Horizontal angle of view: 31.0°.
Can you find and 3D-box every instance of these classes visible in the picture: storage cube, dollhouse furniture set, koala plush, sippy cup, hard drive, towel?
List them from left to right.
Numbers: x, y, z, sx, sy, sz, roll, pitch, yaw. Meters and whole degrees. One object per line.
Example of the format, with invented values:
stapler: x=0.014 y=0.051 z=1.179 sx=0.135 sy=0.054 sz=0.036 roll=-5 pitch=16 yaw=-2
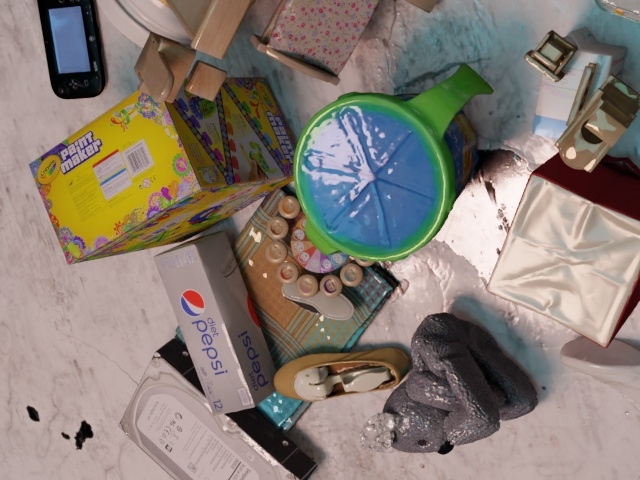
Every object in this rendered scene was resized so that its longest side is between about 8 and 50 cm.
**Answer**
hard drive: x=-0.189 y=0.361 z=2.026 sx=0.339 sy=0.064 sz=0.237 roll=40 pitch=131 yaw=10
towel: x=-0.069 y=0.121 z=1.923 sx=0.271 sy=0.040 sz=0.370 roll=41 pitch=120 yaw=10
dollhouse furniture set: x=-0.022 y=-0.263 z=1.556 sx=0.303 sy=0.356 sz=0.174 roll=-60 pitch=31 yaw=19
sippy cup: x=0.114 y=-0.111 z=1.641 sx=0.306 sy=0.224 sz=0.240 roll=-7 pitch=103 yaw=30
koala plush: x=0.172 y=0.243 z=1.757 sx=0.221 sy=0.196 sz=0.203 roll=-47 pitch=70 yaw=31
dollhouse furniture set: x=0.300 y=-0.167 z=1.437 sx=0.161 sy=0.182 sz=0.101 roll=39 pitch=118 yaw=7
storage cube: x=0.362 y=-0.002 z=1.562 sx=0.184 sy=0.193 sz=0.215 roll=27 pitch=118 yaw=18

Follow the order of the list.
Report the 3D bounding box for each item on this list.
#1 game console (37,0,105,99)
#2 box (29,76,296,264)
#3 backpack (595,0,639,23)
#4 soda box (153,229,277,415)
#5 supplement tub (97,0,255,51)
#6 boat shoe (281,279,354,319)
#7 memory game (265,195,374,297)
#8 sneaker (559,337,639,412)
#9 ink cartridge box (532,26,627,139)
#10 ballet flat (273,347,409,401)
game console: x=-0.418 y=-0.418 z=1.934 sx=0.213 sy=0.044 sz=0.361 roll=2 pitch=107 yaw=28
box: x=-0.233 y=-0.110 z=1.783 sx=0.290 sy=0.279 sz=0.177 roll=-27 pitch=82 yaw=31
backpack: x=0.441 y=-0.358 z=1.437 sx=0.166 sy=0.144 sz=0.188 roll=28 pitch=114 yaw=24
soda box: x=-0.167 y=0.135 z=1.899 sx=0.091 sy=0.098 sz=0.286 roll=-17 pitch=96 yaw=31
supplement tub: x=-0.169 y=-0.440 z=1.685 sx=0.316 sy=0.228 sz=0.228 roll=-42 pitch=84 yaw=32
boat shoe: x=-0.002 y=0.098 z=1.840 sx=0.125 sy=0.038 sz=0.046 roll=17 pitch=75 yaw=17
memory game: x=0.000 y=0.000 z=1.820 sx=0.186 sy=0.012 sz=0.186 roll=-1 pitch=87 yaw=13
sneaker: x=0.447 y=0.203 z=1.656 sx=0.212 sy=0.080 sz=0.094 roll=11 pitch=122 yaw=24
ink cartridge box: x=0.352 y=-0.212 z=1.558 sx=0.090 sy=0.092 sz=0.143 roll=16 pitch=113 yaw=22
ballet flat: x=0.027 y=0.219 z=1.850 sx=0.232 sy=0.073 sz=0.080 roll=-14 pitch=109 yaw=16
